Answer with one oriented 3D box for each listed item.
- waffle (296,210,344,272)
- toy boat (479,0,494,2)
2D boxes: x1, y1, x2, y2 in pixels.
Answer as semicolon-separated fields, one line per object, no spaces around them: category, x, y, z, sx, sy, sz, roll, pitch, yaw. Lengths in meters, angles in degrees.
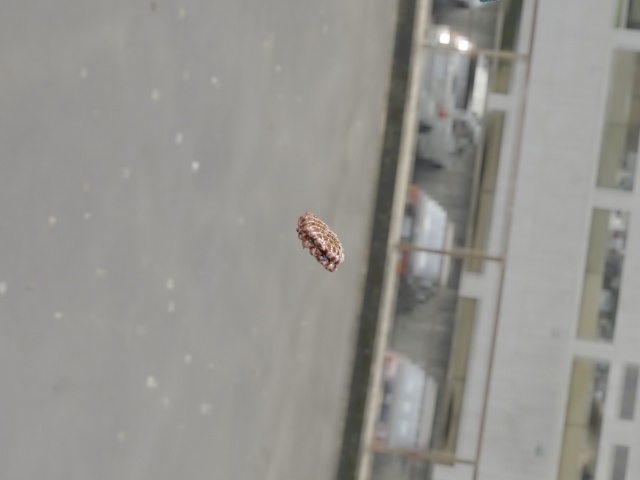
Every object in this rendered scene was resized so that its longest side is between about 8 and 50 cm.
waffle;0.000;0.000;1.902;0.075;0.029;0.083;49;15;-18
toy boat;0.188;-0.394;1.770;0.098;0.109;0.237;-23;103;-61
